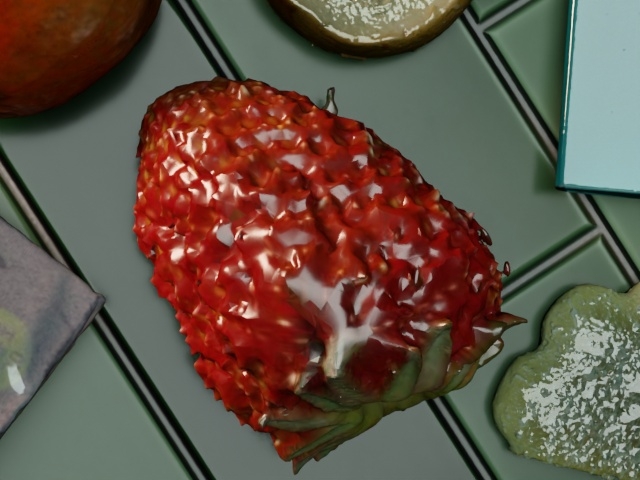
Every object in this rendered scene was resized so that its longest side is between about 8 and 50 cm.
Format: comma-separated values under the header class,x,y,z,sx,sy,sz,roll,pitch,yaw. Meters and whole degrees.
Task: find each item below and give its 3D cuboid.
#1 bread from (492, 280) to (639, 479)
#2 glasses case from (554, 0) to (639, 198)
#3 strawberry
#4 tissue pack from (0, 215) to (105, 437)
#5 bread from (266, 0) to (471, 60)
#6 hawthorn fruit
class,x,y,z,sx,sy,sz,roll,pitch,yaw
bread,0.308,0.130,1.539,0.287,0.056,0.207,10,88,-7
glasses case,0.285,-0.192,1.543,0.117,0.070,0.301,6,89,0
strawberry,0.002,0.000,1.419,0.292,0.292,0.343,-21,76,-7
tissue pack,-0.421,0.046,1.381,0.394,0.124,0.288,38,60,-3
bread,0.045,-0.279,1.514,0.236,0.070,0.236,0,87,-7
hawthorn fruit,-0.258,-0.205,1.411,0.224,0.224,0.261,38,100,-4
